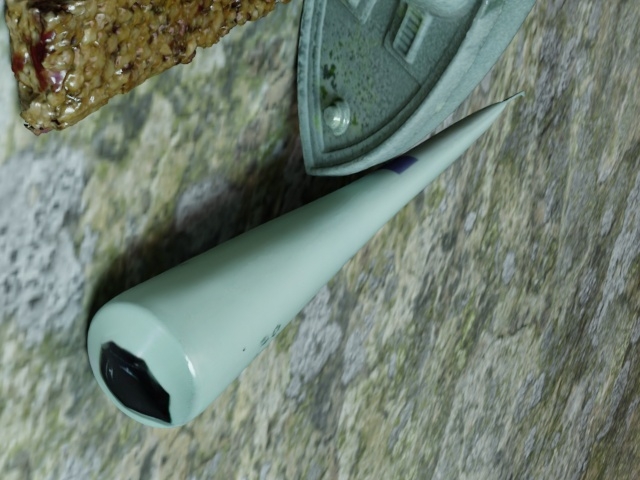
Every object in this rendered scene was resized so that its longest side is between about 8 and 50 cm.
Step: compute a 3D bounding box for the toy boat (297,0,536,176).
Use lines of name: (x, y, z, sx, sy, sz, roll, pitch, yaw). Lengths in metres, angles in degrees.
toy boat: (0.055, -0.161, 0.670, 0.092, 0.141, 0.320, -2, 128, -36)

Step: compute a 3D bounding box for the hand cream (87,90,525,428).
hand cream: (0.000, 0.000, 0.754, 0.320, 0.109, 0.067, -35, 93, -47)

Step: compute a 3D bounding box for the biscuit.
biscuit: (-0.062, -0.112, 0.617, 0.199, 0.034, 0.064, -42, 144, -45)
